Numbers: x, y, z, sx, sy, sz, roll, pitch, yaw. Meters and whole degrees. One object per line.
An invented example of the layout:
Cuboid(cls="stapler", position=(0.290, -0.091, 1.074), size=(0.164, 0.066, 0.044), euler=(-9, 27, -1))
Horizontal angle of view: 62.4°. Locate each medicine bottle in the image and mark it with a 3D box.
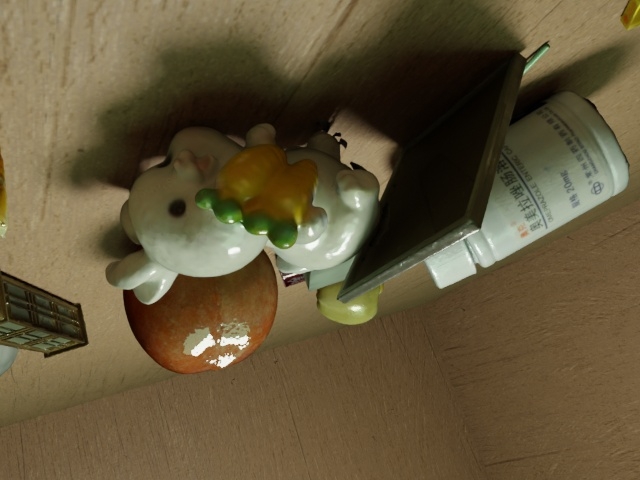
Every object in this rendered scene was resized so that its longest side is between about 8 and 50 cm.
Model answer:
Cuboid(cls="medicine bottle", position=(0.293, -0.077, 0.867), size=(0.332, 0.190, 0.190), euler=(-32, 163, 10))

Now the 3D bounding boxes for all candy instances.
Cuboid(cls="candy", position=(0.253, -0.201, 0.757), size=(0.060, 0.060, 0.201), euler=(-9, 153, -33))

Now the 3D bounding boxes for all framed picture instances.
Cuboid(cls="framed picture", position=(0.142, -0.081, 0.670), size=(0.240, 0.020, 0.324), euler=(-38, -160, 49))

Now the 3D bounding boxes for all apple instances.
Cuboid(cls="apple", position=(0.083, 0.143, 1.475), size=(0.200, 0.200, 0.200), euler=(-18, 165, -5))

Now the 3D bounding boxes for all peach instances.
Cuboid(cls="peach", position=(-0.192, 0.096, 0.869), size=(0.252, 0.252, 0.252), euler=(-18, 165, -5))

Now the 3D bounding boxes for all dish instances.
Cuboid(cls="dish", position=(-0.754, 0.286, 1.144), size=(0.191, 0.066, 0.190), euler=(-19, 165, -5))

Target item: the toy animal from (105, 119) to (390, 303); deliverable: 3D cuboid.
Cuboid(cls="toy animal", position=(-0.093, -0.036, 0.618), size=(0.310, 0.182, 0.247), euler=(-12, 163, -25))

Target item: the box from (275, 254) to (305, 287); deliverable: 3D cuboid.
Cuboid(cls="box", position=(0.010, 0.041, 1.242), size=(0.224, 0.069, 0.120), euler=(-16, 165, -6))

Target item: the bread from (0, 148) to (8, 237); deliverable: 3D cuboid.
Cuboid(cls="bread", position=(-0.332, -0.052, 0.373), size=(0.188, 0.125, 0.068), euler=(-7, 162, -38))

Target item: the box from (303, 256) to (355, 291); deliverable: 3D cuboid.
Cuboid(cls="box", position=(0.000, 0.000, 0.965), size=(0.086, 0.129, 0.225), euler=(-18, 165, -7))

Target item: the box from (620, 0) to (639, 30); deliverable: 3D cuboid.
Cuboid(cls="box", position=(0.451, -0.315, 0.632), size=(0.156, 0.022, 0.089), euler=(-23, 166, 11))

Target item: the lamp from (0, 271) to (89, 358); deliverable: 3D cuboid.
Cuboid(cls="lamp", position=(-0.495, 0.130, 0.882), size=(0.090, 0.089, 0.325), euler=(-16, 164, -8))
